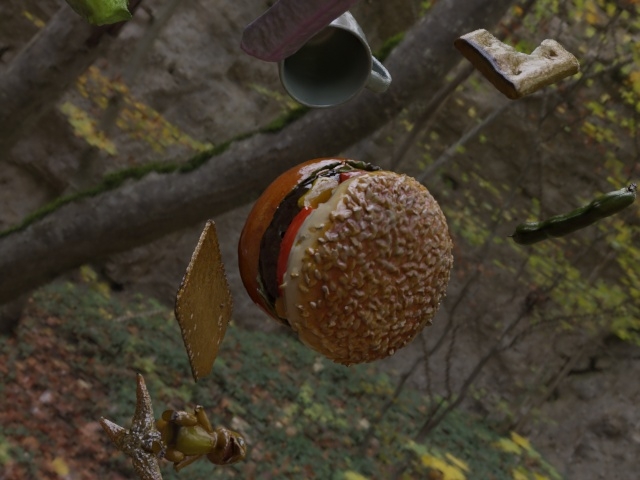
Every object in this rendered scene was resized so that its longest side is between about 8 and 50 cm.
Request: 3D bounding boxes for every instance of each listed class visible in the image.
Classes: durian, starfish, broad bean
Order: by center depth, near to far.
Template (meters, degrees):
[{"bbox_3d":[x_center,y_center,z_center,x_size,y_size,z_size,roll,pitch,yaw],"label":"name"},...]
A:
[{"bbox_3d":[-0.346,-0.390,1.250,0.250,0.101,0.139,48,-32,13],"label":"durian"},{"bbox_3d":[0.431,-0.037,1.585,0.052,0.053,0.256,35,-39,-26],"label":"broad bean"},{"bbox_3d":[-0.329,0.388,1.798,0.247,0.138,0.050,39,-6,30],"label":"starfish"}]

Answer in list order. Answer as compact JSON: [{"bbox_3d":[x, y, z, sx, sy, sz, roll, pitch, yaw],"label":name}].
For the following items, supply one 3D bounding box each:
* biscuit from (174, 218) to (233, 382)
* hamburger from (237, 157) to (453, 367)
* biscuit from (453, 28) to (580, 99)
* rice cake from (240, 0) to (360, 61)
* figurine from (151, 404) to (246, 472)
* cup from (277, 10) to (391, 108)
[{"bbox_3d":[-0.201,0.113,1.608,0.013,0.237,0.232,2,-51,12],"label":"biscuit"},{"bbox_3d":[0.050,0.029,1.501,0.330,0.330,0.250,47,-8,-34],"label":"hamburger"},{"bbox_3d":[0.360,-0.334,1.664,0.174,0.183,0.039,54,-28,30],"label":"biscuit"},{"bbox_3d":[0.052,-0.284,0.922,0.365,0.072,0.056,-29,-89,38],"label":"rice cake"},{"bbox_3d":[-0.216,0.355,1.633,0.176,0.121,0.122,23,-8,-22],"label":"figurine"},{"bbox_3d":[0.028,-0.395,1.901,0.258,0.186,0.234,23,32,-23],"label":"cup"}]
